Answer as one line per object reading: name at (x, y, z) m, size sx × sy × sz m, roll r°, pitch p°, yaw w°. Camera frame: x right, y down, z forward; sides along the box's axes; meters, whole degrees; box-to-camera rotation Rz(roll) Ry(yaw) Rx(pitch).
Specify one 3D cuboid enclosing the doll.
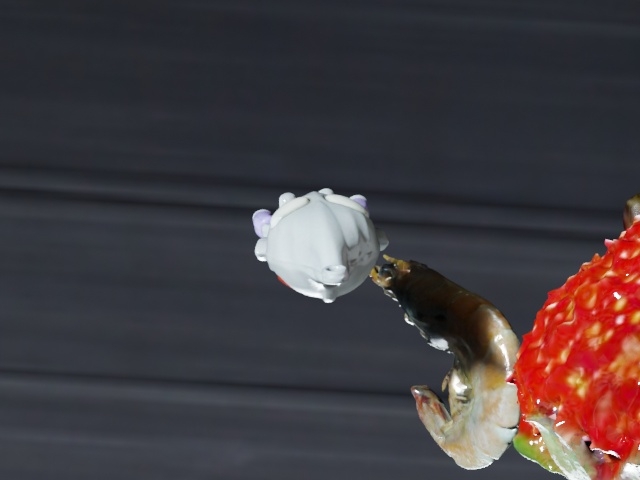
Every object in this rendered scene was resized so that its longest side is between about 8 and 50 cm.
doll at (0.000, 0.000, 1.478) m, size 0.227 × 0.102 × 0.075 m, roll -104°, pitch 7°, yaw -76°

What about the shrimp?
shrimp at (0.099, 0.096, 1.609) m, size 0.251 × 0.052 × 0.143 m, roll -129°, pitch 47°, yaw -56°

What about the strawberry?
strawberry at (0.256, 0.047, 1.282) m, size 0.138 × 0.233 × 0.306 m, roll 22°, pitch -85°, yaw -57°
